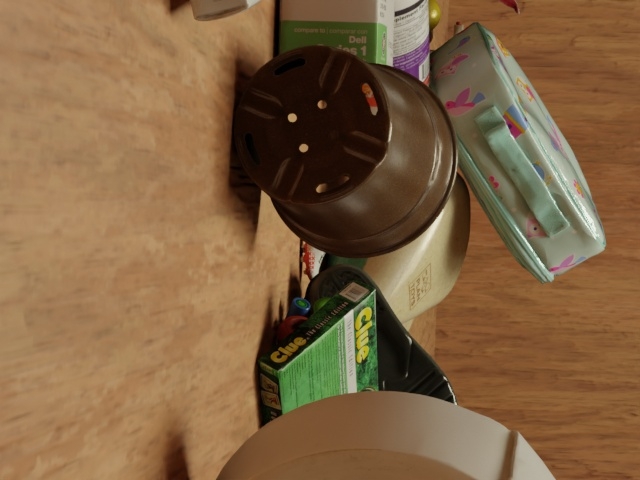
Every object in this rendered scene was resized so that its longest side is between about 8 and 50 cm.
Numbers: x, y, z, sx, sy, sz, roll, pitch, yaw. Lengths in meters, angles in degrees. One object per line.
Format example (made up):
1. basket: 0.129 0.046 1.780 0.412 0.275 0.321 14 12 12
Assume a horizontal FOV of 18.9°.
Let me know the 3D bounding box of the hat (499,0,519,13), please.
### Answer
1. hat: 0.158 -0.389 2.411 0.208 0.184 0.173 26 66 -82

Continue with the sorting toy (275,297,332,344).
1. sorting toy: -0.009 0.086 1.760 0.102 0.061 0.042 -19 141 -48

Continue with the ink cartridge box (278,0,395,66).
1. ink cartridge box: 0.019 -0.251 1.722 0.160 0.093 0.219 -26 119 -82

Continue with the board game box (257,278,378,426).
1. board game box: 0.003 0.171 1.746 0.136 0.030 0.259 -37 140 -34

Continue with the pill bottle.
1. pill bottle: 0.057 -0.234 1.973 0.108 0.108 0.193 -79 168 -49

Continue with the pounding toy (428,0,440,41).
1. pounding toy: 0.108 -0.353 2.153 0.155 0.154 0.269 -60 152 -74

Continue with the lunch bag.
1. lunch bag: 0.205 -0.099 2.120 0.279 0.108 0.224 55 14 -17

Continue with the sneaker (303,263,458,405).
1. sneaker: 0.055 0.129 1.873 0.227 0.087 0.130 55 -14 -2

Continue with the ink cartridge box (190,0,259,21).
1. ink cartridge box: -0.076 -0.242 1.275 0.145 0.045 0.179 -58 132 -74

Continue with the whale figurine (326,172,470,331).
1. whale figurine: 0.055 0.020 2.082 0.272 0.141 0.216 -50 149 -36

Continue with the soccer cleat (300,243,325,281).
1. soccer cleat: 0.000 0.000 1.882 0.029 0.036 0.083 -39 131 -81

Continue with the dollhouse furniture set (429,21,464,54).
1. dollhouse furniture set: 0.112 -0.172 2.339 0.183 0.129 0.129 68 25 -71

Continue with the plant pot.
1. plant pot: 0.014 -0.077 1.532 0.165 0.167 0.167 28 64 -74

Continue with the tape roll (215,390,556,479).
1. tape roll: 0.044 0.249 1.329 0.100 0.286 0.286 -65 156 -69
